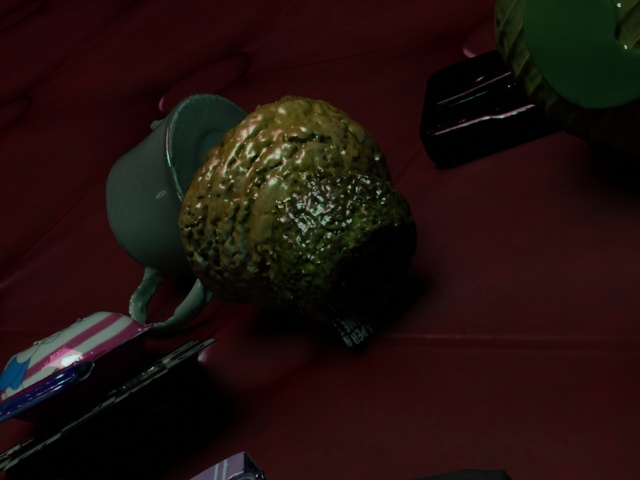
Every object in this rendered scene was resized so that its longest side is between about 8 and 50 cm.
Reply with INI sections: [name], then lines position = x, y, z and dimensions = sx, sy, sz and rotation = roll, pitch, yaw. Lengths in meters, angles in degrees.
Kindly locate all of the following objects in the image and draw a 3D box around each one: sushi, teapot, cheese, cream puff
[sushi]
position = -0.168, 0.151, 0.933
dimensions = 0.215, 0.050, 0.192
rotation = -31, 3, -14
[teapot]
position = -0.133, -0.026, 1.135
dimensions = 0.149, 0.162, 0.239
rotation = -22, 55, 33
[cheese]
position = -0.208, 0.106, 0.987
dimensions = 0.155, 0.062, 0.244
rotation = -28, 3, 4
[cream puff]
position = 0.000, 0.000, 0.957
dimensions = 0.183, 0.183, 0.169
rotation = -37, 50, -16

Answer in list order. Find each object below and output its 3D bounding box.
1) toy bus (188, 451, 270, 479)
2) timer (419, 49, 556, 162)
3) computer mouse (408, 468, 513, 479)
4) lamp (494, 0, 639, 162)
[toy bus]
position = -0.056, 0.214, 0.667
dimensions = 0.108, 0.096, 0.199
rotation = -27, 24, 13
[timer]
position = 0.182, -0.145, 1.120
dimensions = 0.187, 0.055, 0.144
rotation = -18, 27, 20
[computer mouse]
position = 0.054, 0.192, 0.618
dimensions = 0.122, 0.073, 0.217
rotation = -9, 21, 10
[lamp]
position = 0.270, -0.164, 0.898
dimensions = 0.250, 0.284, 0.250
rotation = -43, -13, -13
